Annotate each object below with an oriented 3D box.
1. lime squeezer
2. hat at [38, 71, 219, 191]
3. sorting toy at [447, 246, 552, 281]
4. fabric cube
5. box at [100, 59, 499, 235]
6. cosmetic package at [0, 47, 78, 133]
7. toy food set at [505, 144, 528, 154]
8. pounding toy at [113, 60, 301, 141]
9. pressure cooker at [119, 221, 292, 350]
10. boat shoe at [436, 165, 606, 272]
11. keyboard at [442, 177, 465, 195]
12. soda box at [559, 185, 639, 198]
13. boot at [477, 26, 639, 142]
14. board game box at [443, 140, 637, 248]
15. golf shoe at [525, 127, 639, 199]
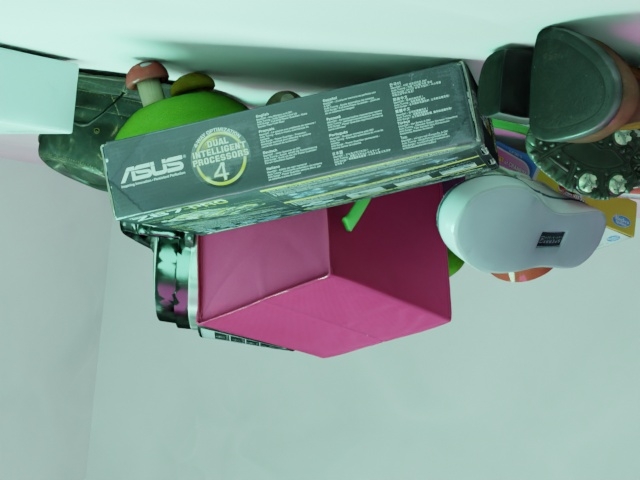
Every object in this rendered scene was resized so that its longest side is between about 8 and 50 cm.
[{"bbox_3d":[0.145,-0.128,1.602,0.310,0.110,0.059,-26,174,-22],"label":"lime squeezer"},{"bbox_3d":[-0.284,-0.135,1.710,0.331,0.134,0.331,5,169,1],"label":"hat"},{"bbox_3d":[0.181,-0.017,1.920,0.365,0.127,0.126,-1,133,16],"label":"sorting toy"},{"bbox_3d":[0.000,0.000,1.736,0.259,0.254,0.258,-21,152,38],"label":"fabric cube"},{"bbox_3d":[-0.005,-0.091,1.404,0.394,0.097,0.318,-12,177,12],"label":"box"},{"bbox_3d":[-0.522,-0.193,1.532,0.284,0.097,0.377,9,177,-44],"label":"cosmetic package"},{"bbox_3d":[0.307,-0.114,2.112,0.219,0.092,0.306,6,171,14],"label":"toy food set"},{"bbox_3d":[-0.143,-0.164,1.465,0.236,0.110,0.183,-16,174,4],"label":"pounding toy"},{"bbox_3d":[-0.143,-0.013,2.205,0.420,0.370,0.375,6,-139,-1],"label":"pressure cooker"},{"bbox_3d":[0.246,-0.049,1.717,0.367,0.136,0.156,2,-153,-49],"label":"boat shoe"},{"bbox_3d":[0.152,-0.110,1.839,0.180,0.023,0.108,30,147,-2],"label":"keyboard"},{"bbox_3d":[0.468,-0.097,1.706,0.263,0.083,0.092,5,179,22],"label":"soda box"},{"bbox_3d":[0.308,-0.116,1.087,0.280,0.096,0.264,5,179,-12],"label":"boot"},{"bbox_3d":[0.304,-0.055,1.982,0.316,0.064,0.242,21,158,-24],"label":"board game box"},{"bbox_3d":[0.355,-0.103,1.537,0.272,0.105,0.120,7,-174,-26],"label":"golf shoe"}]
